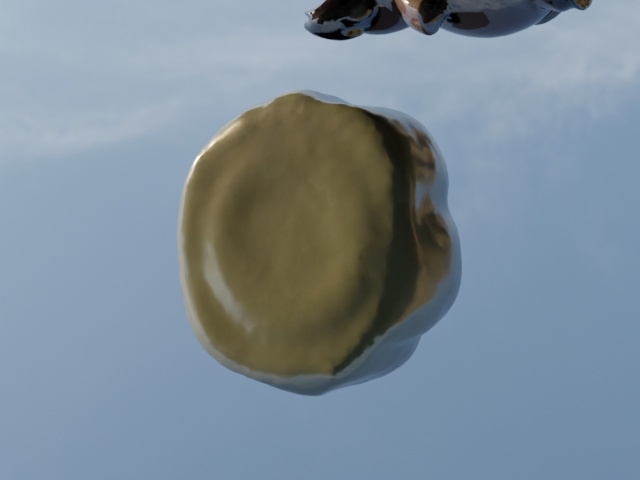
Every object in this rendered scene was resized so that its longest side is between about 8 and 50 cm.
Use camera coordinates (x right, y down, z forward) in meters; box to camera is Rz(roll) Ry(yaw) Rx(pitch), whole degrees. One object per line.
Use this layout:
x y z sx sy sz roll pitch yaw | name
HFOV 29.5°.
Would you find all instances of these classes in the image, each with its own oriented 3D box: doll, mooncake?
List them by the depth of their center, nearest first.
0.103 -0.227 0.983 0.257 0.117 0.182 13 -129 32 | doll
0.000 0.000 1.062 0.275 0.275 0.135 46 -154 23 | mooncake
